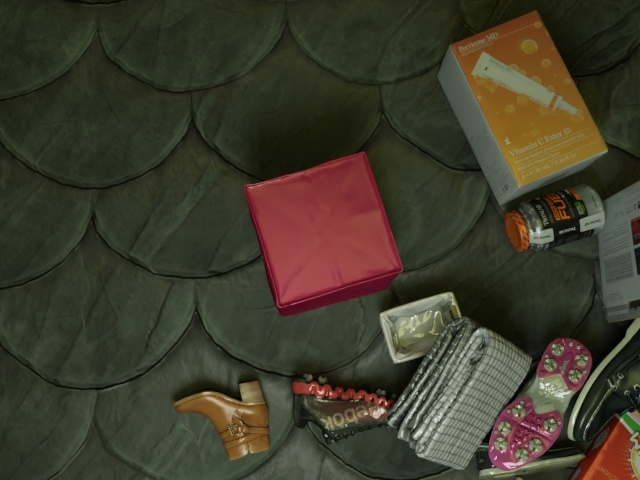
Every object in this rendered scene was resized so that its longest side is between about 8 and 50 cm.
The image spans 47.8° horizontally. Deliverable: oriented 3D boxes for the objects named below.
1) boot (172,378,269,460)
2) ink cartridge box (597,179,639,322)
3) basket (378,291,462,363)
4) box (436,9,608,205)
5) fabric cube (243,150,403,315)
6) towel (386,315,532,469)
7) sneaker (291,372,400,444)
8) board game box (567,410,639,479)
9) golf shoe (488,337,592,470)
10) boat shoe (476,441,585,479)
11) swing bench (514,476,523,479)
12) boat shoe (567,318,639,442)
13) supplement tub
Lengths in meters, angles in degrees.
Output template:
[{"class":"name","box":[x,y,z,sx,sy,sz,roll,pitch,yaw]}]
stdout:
[{"class":"boot","box":[-0.205,0.384,1.513,0.197,0.073,0.153,-11,84,0]},{"class":"ink cartridge box","box":[0.689,0.024,1.472,0.130,0.309,0.272,0,81,-1]},{"class":"basket","box":[0.212,0.187,1.538,0.167,0.103,0.113,-16,80,-5]},{"class":"box","box":[0.435,-0.287,1.594,0.214,0.168,0.346,-23,81,-5]},{"class":"fabric cube","box":[0.000,0.000,1.490,0.258,0.258,0.254,-16,81,-4]},{"class":"towel","box":[0.278,0.304,1.442,0.121,0.235,0.284,32,90,39]},{"class":"sneaker","box":[0.067,0.364,1.507,0.275,0.097,0.135,10,79,3]},{"class":"board game box","box":[0.705,0.461,1.517,0.242,0.064,0.317,35,81,5]},{"class":"golf shoe","box":[0.452,0.348,1.488,0.115,0.140,0.306,36,77,22]},{"class":"boat shoe","box":[0.438,0.446,1.509,0.232,0.084,0.079,-3,57,-6]},{"class":"swing bench","box":[0.471,0.651,1.429,0.253,0.165,0.255,27,80,2]},{"class":"boat shoe","box":[0.633,0.286,1.463,0.340,0.127,0.113,-44,46,-19]},{"class":"supplement tub","box":[0.508,-0.045,1.578,0.190,0.117,0.117,-17,81,-4]}]
